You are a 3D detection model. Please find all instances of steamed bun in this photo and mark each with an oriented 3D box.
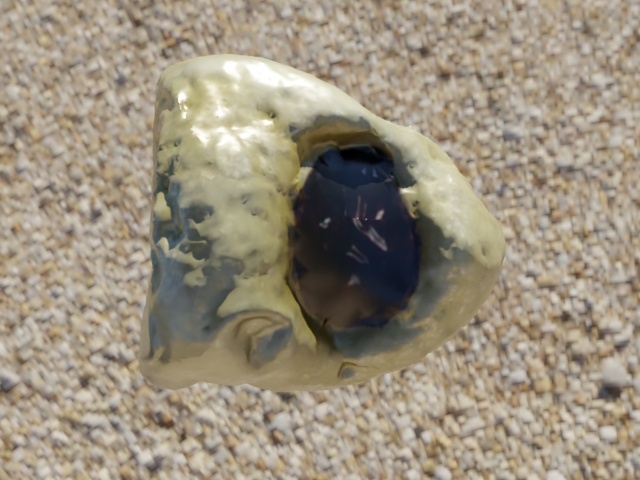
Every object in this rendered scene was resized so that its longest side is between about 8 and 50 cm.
[{"bbox_3d":[0.000,0.000,0.637,0.155,0.172,0.140,4,83,-6],"label":"steamed bun"}]
